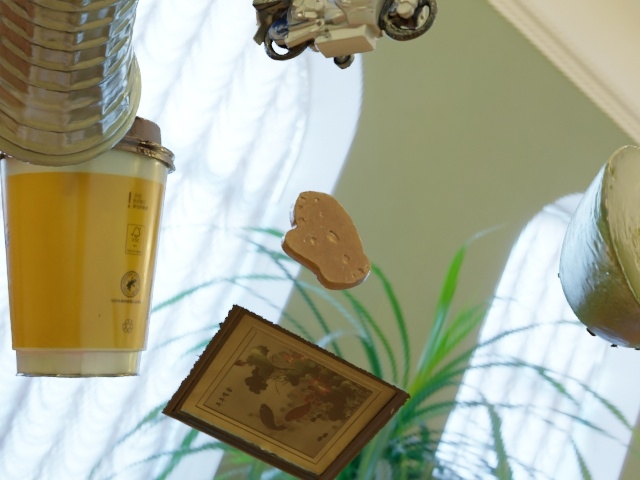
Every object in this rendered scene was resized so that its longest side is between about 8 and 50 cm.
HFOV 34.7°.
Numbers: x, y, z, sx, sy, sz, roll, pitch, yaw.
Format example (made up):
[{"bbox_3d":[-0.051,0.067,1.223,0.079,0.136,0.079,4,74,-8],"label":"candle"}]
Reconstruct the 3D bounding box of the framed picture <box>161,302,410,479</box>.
[{"bbox_3d":[-0.039,0.162,1.028,0.199,0.010,0.195,28,-52,-10],"label":"framed picture"}]

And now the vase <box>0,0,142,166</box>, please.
[{"bbox_3d":[-0.168,-0.160,0.660,0.143,0.143,0.299,25,-20,-10],"label":"vase"}]

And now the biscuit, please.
[{"bbox_3d":[-0.001,0.001,1.325,0.118,0.140,0.023,-5,-24,-34],"label":"biscuit"}]

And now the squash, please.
[{"bbox_3d":[0.356,0.008,1.084,0.189,0.189,0.260,20,-17,8],"label":"squash"}]

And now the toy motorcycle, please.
[{"bbox_3d":[0.029,-0.271,1.135,0.221,0.150,0.102,-5,-24,27],"label":"toy motorcycle"}]

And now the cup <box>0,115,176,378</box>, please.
[{"bbox_3d":[-0.254,0.006,1.094,0.196,0.279,0.196,1,-5,0],"label":"cup"}]
